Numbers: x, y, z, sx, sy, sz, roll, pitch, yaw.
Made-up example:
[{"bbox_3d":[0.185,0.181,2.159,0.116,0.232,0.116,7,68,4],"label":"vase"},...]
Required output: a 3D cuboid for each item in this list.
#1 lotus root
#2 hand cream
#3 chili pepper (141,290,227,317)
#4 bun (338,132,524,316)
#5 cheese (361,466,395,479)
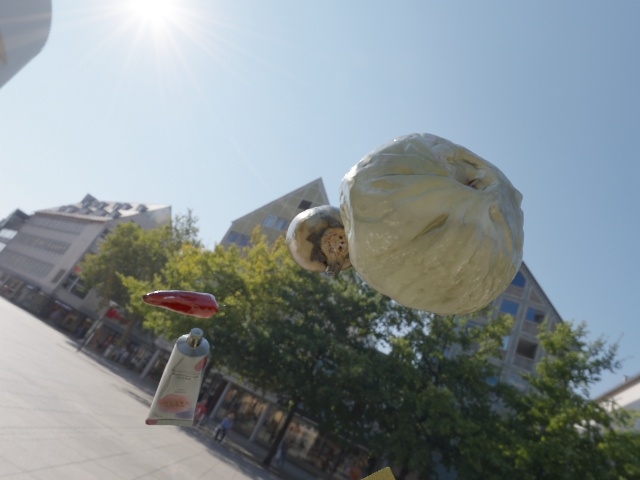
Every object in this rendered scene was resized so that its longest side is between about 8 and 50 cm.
[{"bbox_3d":[0.000,0.000,1.083,0.182,0.183,0.310,33,-10,-13],"label":"lotus root"},{"bbox_3d":[-0.351,0.359,1.081,0.124,0.341,0.078,11,26,-22],"label":"hand cream"},{"bbox_3d":[-0.332,0.163,1.099,0.272,0.071,0.063,26,27,-57],"label":"chili pepper"},{"bbox_3d":[0.142,-0.026,0.496,0.243,0.244,0.153,33,-40,-13],"label":"bun"},{"bbox_3d":[0.112,0.681,1.106,0.093,0.171,0.126,57,-42,37],"label":"cheese"}]
